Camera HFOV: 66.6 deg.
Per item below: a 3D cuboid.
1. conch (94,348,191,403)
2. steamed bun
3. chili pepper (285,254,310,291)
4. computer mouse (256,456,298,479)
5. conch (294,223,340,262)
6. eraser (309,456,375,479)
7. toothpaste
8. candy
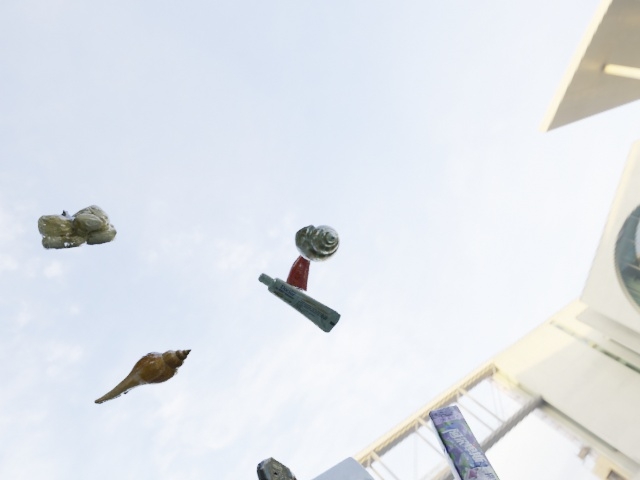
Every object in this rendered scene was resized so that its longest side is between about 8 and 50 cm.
[{"bbox_3d":[-0.511,0.379,1.396,0.330,0.109,0.093,-23,-81,8],"label":"conch"},{"bbox_3d":[-0.642,-0.037,1.283,0.177,0.192,0.106,-9,-84,-30],"label":"steamed bun"},{"bbox_3d":[-0.065,0.097,1.770,0.088,0.065,0.169,24,-103,-22],"label":"chili pepper"},{"bbox_3d":[-0.108,0.577,1.176,0.135,0.079,0.047,36,-65,-29],"label":"computer mouse"},{"bbox_3d":[-0.005,0.011,1.423,0.116,0.172,0.106,66,-148,-30],"label":"conch"},{"bbox_3d":[-0.027,0.425,0.616,0.289,0.189,0.104,-20,-59,-26],"label":"eraser"},{"bbox_3d":[-0.057,0.160,1.275,0.255,0.037,0.067,35,-85,-20],"label":"toothpaste"},{"bbox_3d":[0.350,0.523,1.173,0.087,0.312,0.061,-14,-68,-3],"label":"candy"}]
